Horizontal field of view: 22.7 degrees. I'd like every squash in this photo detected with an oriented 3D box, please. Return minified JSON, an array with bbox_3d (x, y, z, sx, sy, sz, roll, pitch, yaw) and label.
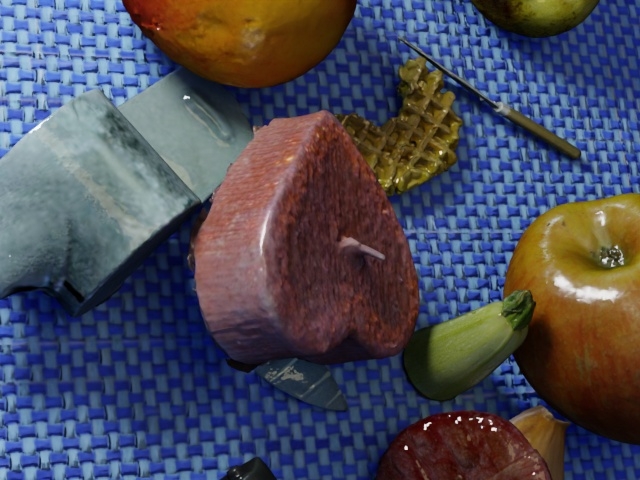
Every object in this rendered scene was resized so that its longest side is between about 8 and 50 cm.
[{"bbox_3d":[0.184,0.108,1.840,0.094,0.224,0.094,12,61,-23],"label":"squash"}]

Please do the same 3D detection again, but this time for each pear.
[{"bbox_3d":[0.275,-0.365,2.066,0.197,0.197,0.197,8,70,-23],"label":"pear"}]

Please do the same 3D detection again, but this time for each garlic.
[{"bbox_3d":[0.239,0.306,1.857,0.128,0.115,0.207,-9,75,-27],"label":"garlic"}]

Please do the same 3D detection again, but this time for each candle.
[{"bbox_3d":[0.000,0.000,1.755,0.317,0.131,0.287,14,70,-55],"label":"candle"}]

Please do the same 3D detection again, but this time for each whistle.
[{"bbox_3d":[-0.223,-0.058,1.748,0.168,0.188,0.405,48,26,1],"label":"whistle"}]

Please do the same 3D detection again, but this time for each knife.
[{"bbox_3d":[0.217,-0.181,2.053,0.298,0.047,0.017,29,99,-22],"label":"knife"}]

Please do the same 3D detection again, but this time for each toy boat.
[{"bbox_3d":[-0.015,0.156,1.832,0.096,0.034,0.122,-35,92,-25],"label":"toy boat"}]

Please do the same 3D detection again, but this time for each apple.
[{"bbox_3d":[0.349,0.083,1.882,0.301,0.301,0.301,8,70,-23],"label":"apple"}]

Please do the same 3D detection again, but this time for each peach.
[{"bbox_3d":[-0.101,-0.301,1.824,0.281,0.238,0.281,6,74,-22],"label":"peach"}]

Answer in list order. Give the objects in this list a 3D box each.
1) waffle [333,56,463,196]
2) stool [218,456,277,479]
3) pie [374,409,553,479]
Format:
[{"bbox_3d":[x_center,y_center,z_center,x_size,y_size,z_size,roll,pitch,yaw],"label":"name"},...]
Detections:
[{"bbox_3d":[0.095,-0.136,1.972,0.194,0.051,0.149,-26,86,-31],"label":"waffle"},{"bbox_3d":[-0.112,0.332,1.623,0.232,0.232,0.141,-37,91,-31],"label":"stool"},{"bbox_3d":[0.159,0.293,1.788,0.054,0.218,0.204,13,59,-65],"label":"pie"}]
